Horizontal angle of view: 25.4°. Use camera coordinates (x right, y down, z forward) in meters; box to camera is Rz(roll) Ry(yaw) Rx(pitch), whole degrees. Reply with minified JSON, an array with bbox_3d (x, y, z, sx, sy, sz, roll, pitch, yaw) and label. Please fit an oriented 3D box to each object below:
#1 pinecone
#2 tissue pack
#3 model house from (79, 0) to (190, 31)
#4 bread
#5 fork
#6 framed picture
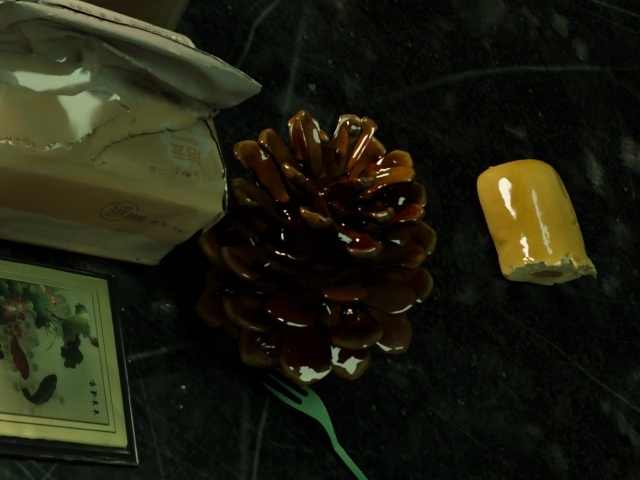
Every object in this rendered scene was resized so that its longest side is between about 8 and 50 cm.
[{"bbox_3d":[-0.008,-0.006,1.378,0.264,0.264,0.264,26,47,-31],"label":"pinecone"},{"bbox_3d":[-0.227,-0.128,1.251,0.305,0.238,0.239,13,54,-40],"label":"tissue pack"},{"bbox_3d":[-0.210,-0.288,1.388,0.188,0.229,0.122,-4,49,-52],"label":"model house"},{"bbox_3d":[0.274,-0.026,1.799,0.134,0.085,0.173,6,60,-44],"label":"bread"},{"bbox_3d":[0.031,0.217,1.428,0.235,0.021,0.039,49,42,-7],"label":"fork"},{"bbox_3d":[-0.246,0.100,1.238,0.199,0.010,0.195,13,55,-40],"label":"framed picture"}]
